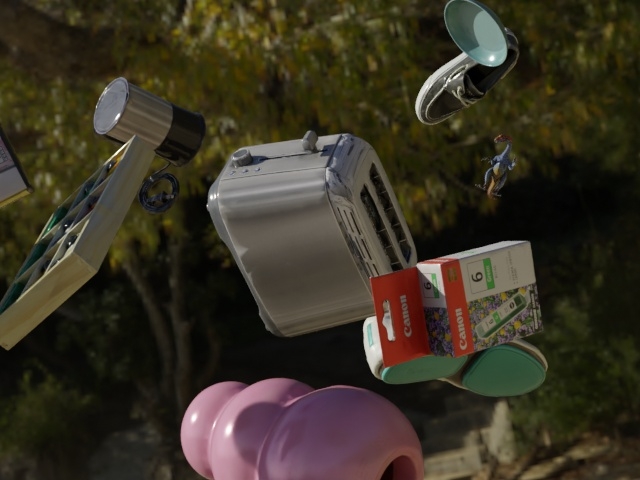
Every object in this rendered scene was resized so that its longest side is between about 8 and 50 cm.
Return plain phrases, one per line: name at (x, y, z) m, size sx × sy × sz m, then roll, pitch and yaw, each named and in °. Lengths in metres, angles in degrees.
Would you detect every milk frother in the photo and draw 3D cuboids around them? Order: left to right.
milk frother at (-0.248, -0.128, 1.658) m, size 0.134 × 0.143 × 0.129 m, roll 22°, pitch -43°, yaw -36°

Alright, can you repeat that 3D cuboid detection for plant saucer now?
plant saucer at (0.234, -0.311, 1.754) m, size 0.021 × 0.119 × 0.119 m, roll -43°, pitch 0°, yaw -20°

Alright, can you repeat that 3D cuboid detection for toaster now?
toaster at (0.000, 0.000, 1.178) m, size 0.146 × 0.227 × 0.129 m, roll -12°, pitch 28°, yaw 24°

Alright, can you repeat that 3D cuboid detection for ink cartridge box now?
ink cartridge box at (0.089, 0.041, 0.769) m, size 0.115 × 0.063 × 0.029 m, roll -13°, pitch 6°, yaw -32°

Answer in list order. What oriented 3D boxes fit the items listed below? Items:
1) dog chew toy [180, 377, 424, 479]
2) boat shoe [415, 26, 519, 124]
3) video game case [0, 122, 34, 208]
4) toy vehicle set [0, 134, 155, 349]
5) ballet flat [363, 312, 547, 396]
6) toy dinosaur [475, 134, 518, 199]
dog chew toy at (-0.039, 0.263, 1.475) m, size 0.332 × 0.207 × 0.206 m, roll 12°, pitch 5°, yaw 38°
boat shoe at (0.244, -0.266, 2.004) m, size 0.078 × 0.070 × 0.219 m, roll 32°, pitch -59°, yaw -26°
video game case at (-0.584, -0.135, 1.710) m, size 0.248 × 0.275 × 0.035 m, roll -28°, pitch -4°, yaw -3°
toy vehicle set at (-0.286, -0.004, 1.387) m, size 0.166 × 0.035 × 0.267 m, roll -39°, pitch 20°, yaw 27°
ballet flat at (0.233, 0.180, 2.047) m, size 0.400 × 0.139 × 0.139 m, roll 10°, pitch -21°, yaw -38°
toy dinosaur at (0.252, -0.109, 1.708) m, size 0.047 × 0.082 × 0.090 m, roll 23°, pitch -7°, yaw 2°
